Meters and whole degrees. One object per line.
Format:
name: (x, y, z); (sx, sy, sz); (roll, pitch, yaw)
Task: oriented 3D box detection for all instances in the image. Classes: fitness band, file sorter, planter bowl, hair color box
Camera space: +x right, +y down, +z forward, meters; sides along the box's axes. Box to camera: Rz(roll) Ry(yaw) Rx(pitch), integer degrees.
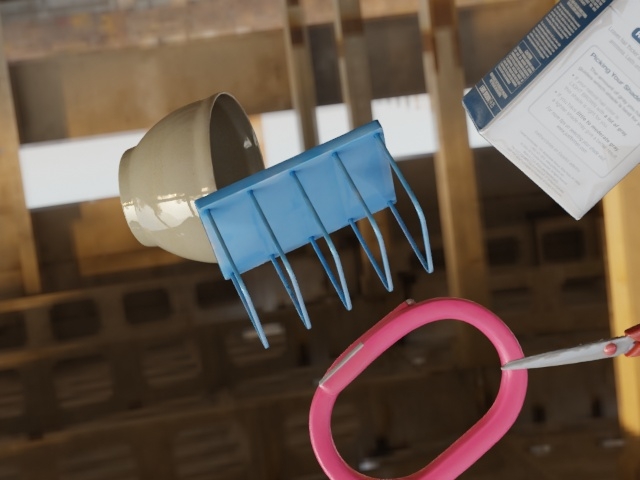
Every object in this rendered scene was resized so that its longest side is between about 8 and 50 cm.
fitness band: (0.119, 0.199, 1.876); (0.291, 0.209, 0.054); (-41, -172, 2)
file sorter: (0.000, 0.000, 1.286); (0.170, 0.104, 0.118); (-25, 148, -6)
planter bowl: (-0.124, -0.051, 1.428); (0.109, 0.162, 0.162); (-10, -173, 15)
hair color box: (0.344, -0.209, 1.685); (0.347, 0.174, 0.105); (-44, -155, 15)

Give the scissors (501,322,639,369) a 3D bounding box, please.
scissors: (0.353, 0.130, 1.755); (0.297, 0.109, 0.021); (-23, -149, -11)
